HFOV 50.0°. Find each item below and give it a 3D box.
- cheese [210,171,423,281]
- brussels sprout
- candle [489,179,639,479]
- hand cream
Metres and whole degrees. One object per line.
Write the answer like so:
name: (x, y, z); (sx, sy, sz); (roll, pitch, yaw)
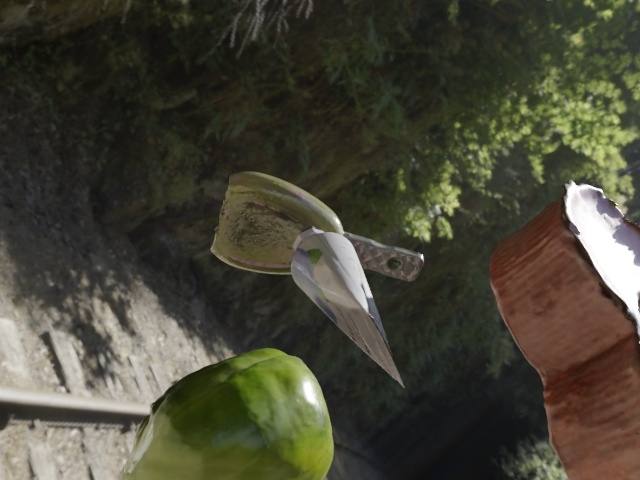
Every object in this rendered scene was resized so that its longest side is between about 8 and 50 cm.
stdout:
cheese: (0.000, 0.000, 0.621); (0.037, 0.192, 0.097); (-83, -170, -58)
brussels sprout: (-0.086, 0.196, 0.625); (0.161, 0.223, 0.223); (46, -5, 12)
candle: (0.290, 0.114, 0.614); (0.287, 0.131, 0.316); (11, 49, -35)
hand cream: (0.016, 0.039, 0.503); (0.084, 0.053, 0.142); (62, -3, -40)
